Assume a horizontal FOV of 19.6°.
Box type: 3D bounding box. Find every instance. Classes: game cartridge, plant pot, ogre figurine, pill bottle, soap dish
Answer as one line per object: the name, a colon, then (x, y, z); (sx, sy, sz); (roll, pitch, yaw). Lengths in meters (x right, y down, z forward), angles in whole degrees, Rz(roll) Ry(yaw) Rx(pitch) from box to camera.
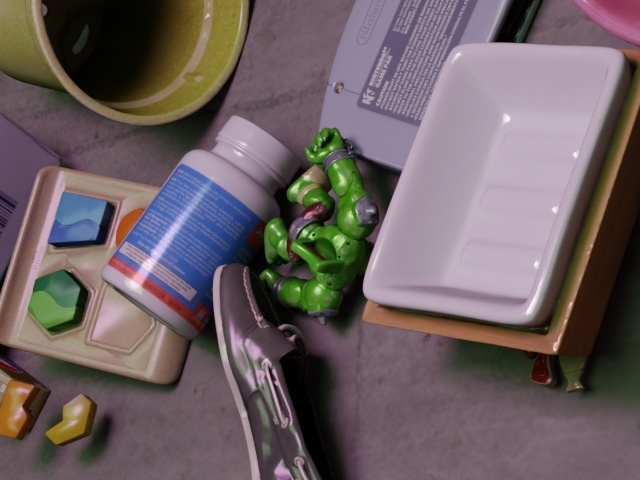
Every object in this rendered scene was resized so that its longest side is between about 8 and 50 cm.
game cartridge: (0.114, -0.212, 1.884); (0.198, 0.062, 0.297); (23, 89, 47)
plant pot: (-0.265, -0.269, 2.110); (0.254, 0.276, 0.276); (5, 77, 52)
ogre figurine: (0.000, 0.000, 1.867); (0.197, 0.097, 0.118); (-52, 46, 11)
pill bottle: (-0.120, -0.017, 1.946); (0.124, 0.124, 0.221); (29, 81, 43)
soap dish: (0.182, -0.036, 1.691); (0.229, 0.118, 0.291); (7, 71, 43)

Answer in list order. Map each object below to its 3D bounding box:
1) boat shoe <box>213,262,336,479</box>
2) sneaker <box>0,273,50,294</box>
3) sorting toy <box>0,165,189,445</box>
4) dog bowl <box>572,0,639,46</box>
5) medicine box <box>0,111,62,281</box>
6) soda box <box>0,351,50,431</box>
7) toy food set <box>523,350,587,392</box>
boat shoe: (-0.029, 0.170, 1.830); (0.095, 0.112, 0.335); (-18, 67, 15)
sneaker: (-0.333, 0.046, 2.147); (0.166, 0.076, 0.065); (-16, 63, 35)
sorting toy: (-0.251, 0.079, 2.032); (0.229, 0.041, 0.307); (12, 81, 20)
dog bowl: (0.335, -0.332, 1.558); (0.408, 0.150, 0.408); (18, 113, 48)
medicine box: (-0.491, -0.027, 2.212); (0.289, 0.149, 0.263); (4, 64, 48)
soda box: (-0.397, 0.156, 2.168); (0.181, 0.061, 0.058); (28, 93, 43)
toy food set: (0.216, 0.083, 1.703); (0.078, 0.019, 0.122); (-8, 68, 38)
